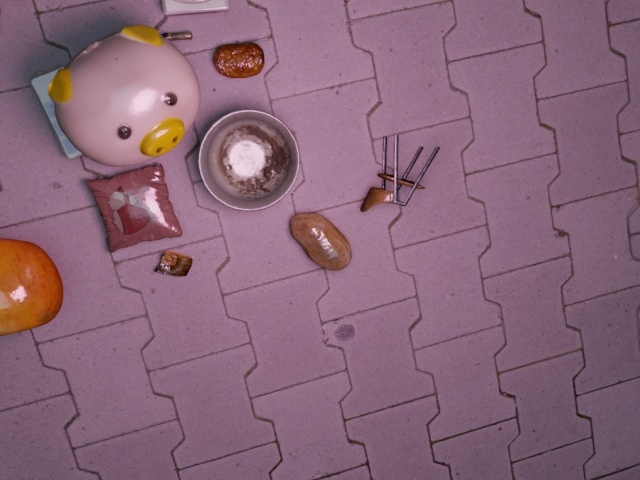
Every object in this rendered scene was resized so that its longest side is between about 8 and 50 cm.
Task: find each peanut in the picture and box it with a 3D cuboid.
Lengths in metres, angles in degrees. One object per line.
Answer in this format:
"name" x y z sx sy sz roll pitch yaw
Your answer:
"peanut" 0.000 0.000 1.834 0.129 0.129 0.224 -41 96 -1

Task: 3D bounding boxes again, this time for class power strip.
"power strip" -0.707 -0.360 1.667 0.118 0.046 0.270 -23 103 -6

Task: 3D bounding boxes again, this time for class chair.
"chair" 0.233 -0.190 1.824 0.173 0.159 0.246 12 97 -10

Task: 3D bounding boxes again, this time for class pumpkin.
"pumpkin" -0.446 0.071 1.807 0.101 0.035 0.073 15 109 -17

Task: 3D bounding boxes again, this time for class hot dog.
"hot dog" -0.234 -0.521 1.717 0.147 0.065 0.099 -7 102 2

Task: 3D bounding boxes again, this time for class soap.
"soap" -0.354 -0.698 1.661 0.183 0.064 0.121 -9 105 -9

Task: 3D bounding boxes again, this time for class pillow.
"pillow" -0.540 -0.095 1.729 0.223 0.084 0.236 -17 101 -6

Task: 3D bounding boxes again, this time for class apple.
"apple" -0.864 0.119 1.606 0.299 0.299 0.274 -7 88 -10

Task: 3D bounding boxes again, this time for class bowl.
"bowl" -0.211 -0.238 1.734 0.290 0.146 0.289 -2 103 -10

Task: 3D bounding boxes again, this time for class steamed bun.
"steamed bun" -0.503 -0.370 1.564 0.374 0.334 0.334 -41 105 -10

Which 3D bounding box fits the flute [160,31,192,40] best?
"flute" -0.480 -0.571 1.680 0.233 0.027 0.027 -8 102 -9
